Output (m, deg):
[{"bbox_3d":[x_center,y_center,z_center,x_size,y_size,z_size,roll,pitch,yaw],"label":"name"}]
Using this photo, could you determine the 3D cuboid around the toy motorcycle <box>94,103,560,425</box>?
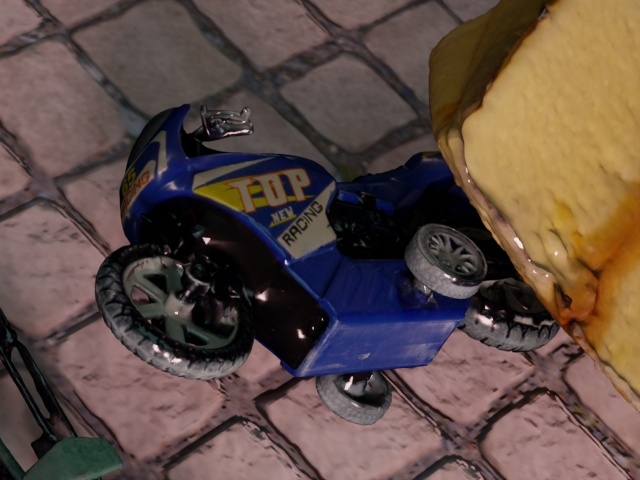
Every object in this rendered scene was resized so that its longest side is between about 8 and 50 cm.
[{"bbox_3d":[0.000,0.000,1.000,0.315,0.113,0.169,-2,46,-42],"label":"toy motorcycle"}]

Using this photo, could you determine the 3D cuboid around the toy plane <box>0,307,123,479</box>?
[{"bbox_3d":[-0.190,0.054,0.883,0.155,0.106,0.382,-16,54,-48],"label":"toy plane"}]

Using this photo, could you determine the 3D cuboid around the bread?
[{"bbox_3d":[0.170,-0.015,0.991,0.240,0.135,0.178,50,17,-19],"label":"bread"}]
